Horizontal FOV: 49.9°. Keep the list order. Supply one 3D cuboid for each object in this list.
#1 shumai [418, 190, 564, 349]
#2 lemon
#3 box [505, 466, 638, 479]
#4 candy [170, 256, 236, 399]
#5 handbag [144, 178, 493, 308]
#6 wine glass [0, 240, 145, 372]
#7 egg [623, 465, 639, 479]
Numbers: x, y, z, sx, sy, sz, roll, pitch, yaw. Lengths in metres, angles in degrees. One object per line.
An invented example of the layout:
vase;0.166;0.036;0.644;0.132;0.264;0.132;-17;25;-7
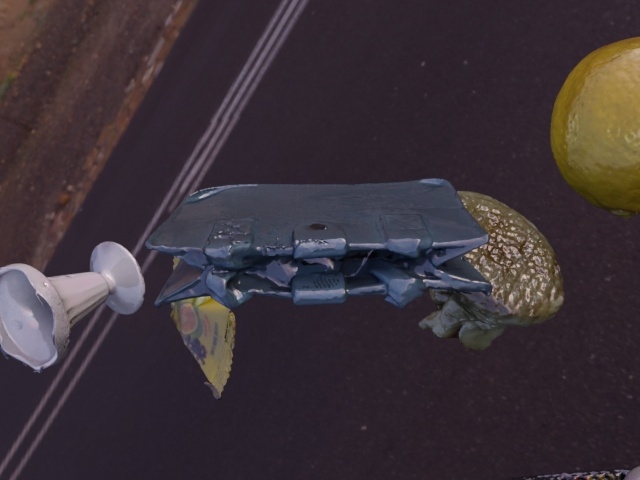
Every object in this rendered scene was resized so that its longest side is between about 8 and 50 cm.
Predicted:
shumai;0.368;0.100;1.686;0.397;0.324;0.323;43;141;18
lemon;0.507;-0.185;1.099;0.293;0.293;0.293;-34;43;40
box;0.583;0.583;1.481;0.350;0.211;0.058;-11;30;16
candy;-0.224;0.137;1.290;0.297;0.081;0.187;47;132;44
handbag;0.000;0.000;0.516;0.179;0.229;0.062;-88;-4;-75
wine glass;-0.387;0.087;1.058;0.165;0.165;0.196;-38;-3;36
egg;0.641;0.474;1.294;0.135;0.103;0.103;-5;62;29
